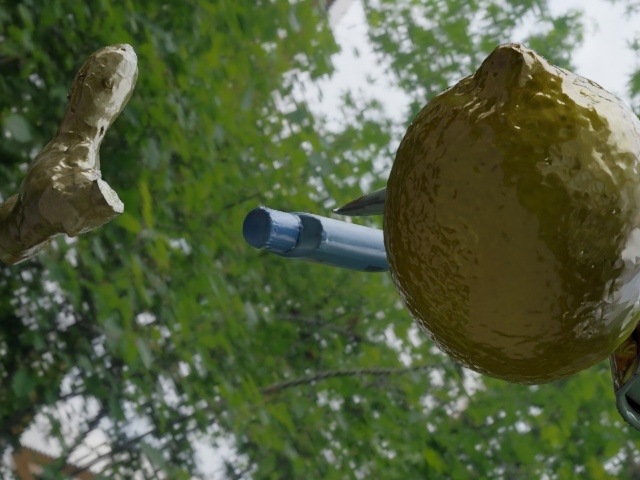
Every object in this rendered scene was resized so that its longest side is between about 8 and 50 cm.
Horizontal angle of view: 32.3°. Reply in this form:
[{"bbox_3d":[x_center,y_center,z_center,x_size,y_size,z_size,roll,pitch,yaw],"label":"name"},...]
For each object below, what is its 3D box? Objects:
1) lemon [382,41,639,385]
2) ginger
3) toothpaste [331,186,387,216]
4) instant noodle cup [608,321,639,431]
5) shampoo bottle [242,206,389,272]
[{"bbox_3d":[0.135,-0.008,0.730,0.188,0.188,0.256,37,-35,48],"label":"lemon"},{"bbox_3d":[-0.361,-0.058,1.473,0.122,0.363,0.348,36,26,-20],"label":"ginger"},{"bbox_3d":[0.118,-0.051,1.055,0.239,0.062,0.039,-13,-92,39],"label":"toothpaste"},{"bbox_3d":[0.510,0.098,1.423,0.340,0.340,0.266,105,-6,-56],"label":"instant noodle cup"},{"bbox_3d":[0.000,0.000,1.463,0.104,0.258,0.061,-1,-99,40],"label":"shampoo bottle"}]
